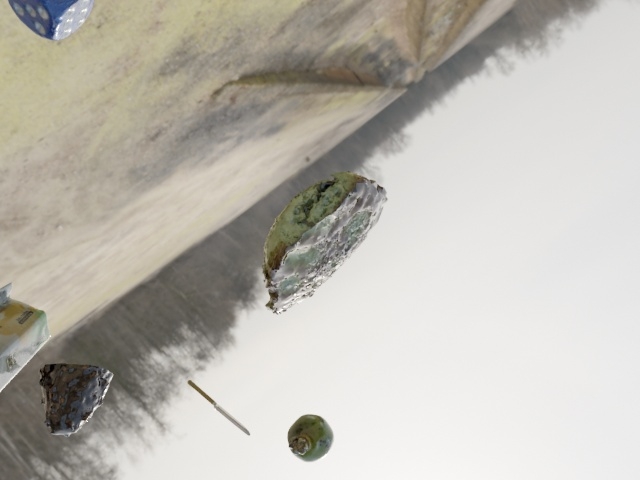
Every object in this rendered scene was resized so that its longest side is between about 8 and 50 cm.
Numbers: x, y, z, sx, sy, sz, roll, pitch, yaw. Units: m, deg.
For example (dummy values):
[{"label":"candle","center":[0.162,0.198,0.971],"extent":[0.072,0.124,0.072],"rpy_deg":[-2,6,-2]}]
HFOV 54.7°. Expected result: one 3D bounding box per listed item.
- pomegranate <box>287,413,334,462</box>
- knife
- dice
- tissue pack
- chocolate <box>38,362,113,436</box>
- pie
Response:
[{"label":"pomegranate","center":[-0.031,0.468,1.448],"extent":[0.114,0.114,0.142],"rpy_deg":[-36,165,17]},{"label":"knife","center":[-0.307,0.503,1.848],"extent":[0.022,0.256,0.046],"rpy_deg":[-51,165,-10]},{"label":"dice","center":[-0.629,-0.572,1.448],"extent":[0.146,0.146,0.143],"rpy_deg":[-55,-168,-32]},{"label":"tissue pack","center":[-0.678,0.198,1.232],"extent":[0.229,0.159,0.145],"rpy_deg":[-63,170,-54]},{"label":"chocolate","center":[-0.510,0.330,1.256],"extent":[0.156,0.156,0.133],"rpy_deg":[-32,-133,46]},{"label":"pie","center":[0.000,0.000,1.303],"extent":[0.355,0.103,0.288],"rpy_deg":[-42,157,-12]}]
